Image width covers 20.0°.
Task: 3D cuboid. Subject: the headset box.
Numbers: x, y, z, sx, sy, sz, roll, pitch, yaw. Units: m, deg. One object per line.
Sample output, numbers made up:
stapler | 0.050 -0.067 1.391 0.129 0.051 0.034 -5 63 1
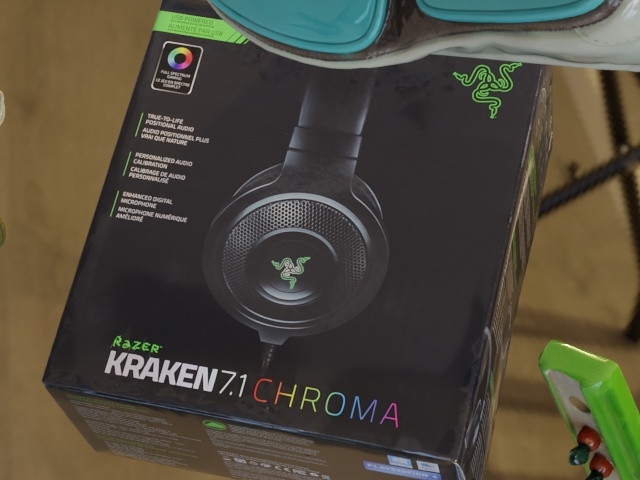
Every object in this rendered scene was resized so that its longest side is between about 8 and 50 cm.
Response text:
headset box | 0.000 0.000 1.094 0.246 0.131 0.283 10 67 12

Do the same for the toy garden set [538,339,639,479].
toy garden set | 0.234 0.166 0.944 0.244 0.204 0.049 20 61 39

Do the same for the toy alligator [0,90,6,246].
toy alligator | -0.236 -0.010 1.155 0.051 0.190 0.056 16 19 20

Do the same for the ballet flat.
ballet flat | 0.051 -0.105 0.737 0.086 0.086 0.248 -11 18 -42
